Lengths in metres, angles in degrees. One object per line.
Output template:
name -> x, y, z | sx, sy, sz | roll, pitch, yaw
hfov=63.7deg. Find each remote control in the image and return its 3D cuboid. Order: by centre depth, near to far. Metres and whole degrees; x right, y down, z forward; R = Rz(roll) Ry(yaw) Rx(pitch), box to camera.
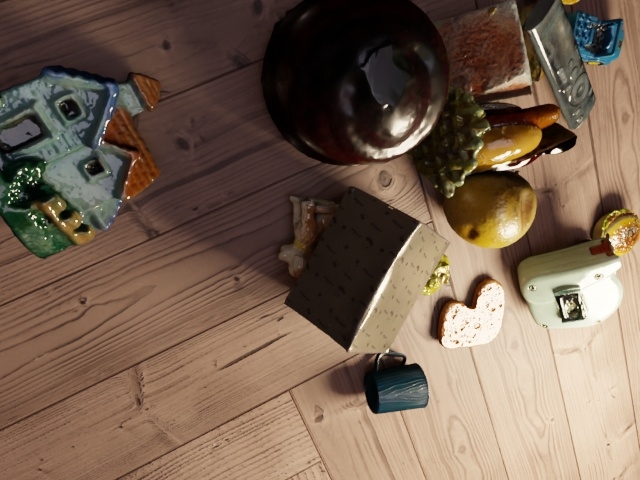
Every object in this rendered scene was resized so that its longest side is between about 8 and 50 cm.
remote control -> 0.561, -0.400, 1.185 | 0.377, 0.044, 0.107 | 34, 92, -45

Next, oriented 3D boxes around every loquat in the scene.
loquat -> 0.404, -0.081, 1.212 | 0.213, 0.213, 0.213 | -5, 107, -17

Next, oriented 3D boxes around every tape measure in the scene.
tape measure -> 0.660, 0.124, 1.349 | 0.243, 0.125, 0.246 | -17, 118, 26

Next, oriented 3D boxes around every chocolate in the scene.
chocolate -> 0.085, -0.311, 0.976 | 0.384, 0.331, 0.383 | -5, 105, -18

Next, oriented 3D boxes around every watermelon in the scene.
watermelon -> 0.352, -0.386, 1.109 | 0.262, 0.201, 0.213 | -17, 106, -4

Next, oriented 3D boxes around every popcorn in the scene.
popcorn -> 0.270, 0.079, 1.270 | 0.106, 0.116, 0.120 | 36, 51, -32

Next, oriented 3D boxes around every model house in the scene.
model house -> -0.407, -0.168, 0.911 | 0.329, 0.252, 0.295 | -28, 112, -15

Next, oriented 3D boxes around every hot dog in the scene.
hot dog -> 0.396, -0.256, 1.154 | 0.326, 0.194, 0.107 | -21, 142, -7

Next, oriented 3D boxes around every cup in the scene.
cup -> 0.189, 0.371, 1.342 | 0.138, 0.150, 0.113 | -4, 141, -15

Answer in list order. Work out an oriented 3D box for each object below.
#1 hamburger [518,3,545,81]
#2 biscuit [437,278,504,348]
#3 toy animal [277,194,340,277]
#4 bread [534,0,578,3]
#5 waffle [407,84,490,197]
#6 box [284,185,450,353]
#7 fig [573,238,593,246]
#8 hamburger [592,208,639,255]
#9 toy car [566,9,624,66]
hamburger -> 0.507, -0.465, 1.202 | 0.102, 0.087, 0.176 | -31, 120, -24
biscuit -> 0.405, 0.195, 1.387 | 0.192, 0.036, 0.186 | -4, 104, -17
toy animal -> 0.004, 0.001, 1.167 | 0.184, 0.104, 0.185 | 7, 99, -29
bread -> 0.509, -0.675, 1.132 | 0.142, 0.091, 0.305 | -18, 111, -15
waffle -> 0.262, -0.220, 1.095 | 0.054, 0.223, 0.204 | 0, 131, -31
box -> 0.105, 0.071, 1.125 | 0.297, 0.190, 0.225 | -62, 150, 4
fig -> 0.760, 0.070, 1.431 | 0.155, 0.103, 0.109 | 33, 119, -16
hamburger -> 0.831, -0.023, 1.437 | 0.126, 0.081, 0.141 | -3, 108, -17
toy car -> 0.657, -0.484, 1.233 | 0.191, 0.100, 0.097 | 3, 101, -23
